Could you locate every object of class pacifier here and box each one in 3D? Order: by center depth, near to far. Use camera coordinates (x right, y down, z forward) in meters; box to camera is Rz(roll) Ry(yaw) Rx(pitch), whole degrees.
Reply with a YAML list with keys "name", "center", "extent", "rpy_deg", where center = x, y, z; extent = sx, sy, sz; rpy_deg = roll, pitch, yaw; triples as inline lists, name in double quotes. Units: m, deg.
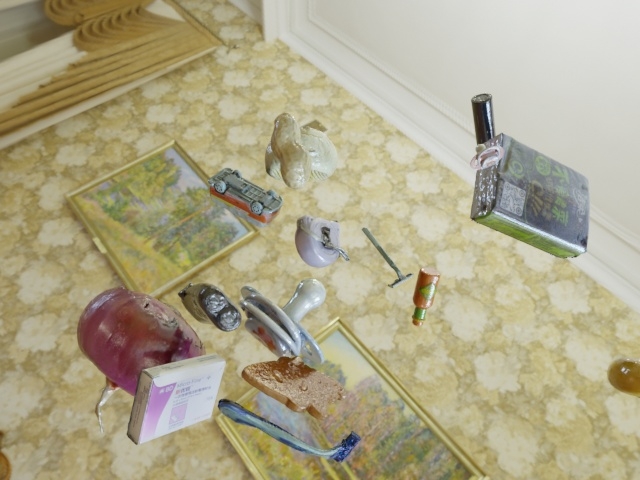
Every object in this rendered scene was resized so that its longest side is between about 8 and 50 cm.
- name: "pacifier"
  center: [-0.076, 0.187, 1.222]
  extent: [0.299, 0.233, 0.244]
  rpy_deg: [33, -30, 23]
- name: "pacifier"
  center: [0.465, -0.247, 1.290]
  extent: [0.081, 0.099, 0.078]
  rpy_deg: [65, 7, -52]

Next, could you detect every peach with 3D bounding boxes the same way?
- name: "peach"
  center: [0.861, 0.375, 1.213]
  extent: [0.179, 0.103, 0.179]
  rpy_deg: [25, -4, 2]

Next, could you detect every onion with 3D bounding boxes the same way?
- name: "onion"
  center: [-0.507, 0.295, 1.247]
  extent: [0.358, 0.345, 0.358]
  rpy_deg: [24, -48, 29]

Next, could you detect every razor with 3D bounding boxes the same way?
- name: "razor"
  center: [-0.072, 0.416, 0.982]
  extent: [0.324, 0.056, 0.093]
  rpy_deg: [25, -64, -13]
- name: "razor"
  center: [0.193, 0.042, 1.398]
  extent: [0.211, 0.084, 0.036]
  rpy_deg: [56, -22, 17]
- name: "razor"
  center: [-0.433, 0.255, 1.781]
  extent: [0.204, 0.113, 0.349]
  rpy_deg: [54, -26, -17]

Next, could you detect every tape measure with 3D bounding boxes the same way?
- name: "tape measure"
  center: [0.002, 0.004, 1.569]
  extent: [0.105, 0.196, 0.179]
  rpy_deg: [-19, -106, 36]

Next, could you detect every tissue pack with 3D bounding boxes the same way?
- name: "tissue pack"
  center: [0.686, -0.137, 1.469]
  extent: [0.394, 0.288, 0.124]
  rpy_deg: [19, -18, -18]

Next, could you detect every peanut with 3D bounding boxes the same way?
- name: "peanut"
  center: [-0.070, -0.210, 1.065]
  extent: [0.082, 0.082, 0.187]
  rpy_deg: [127, -53, -66]

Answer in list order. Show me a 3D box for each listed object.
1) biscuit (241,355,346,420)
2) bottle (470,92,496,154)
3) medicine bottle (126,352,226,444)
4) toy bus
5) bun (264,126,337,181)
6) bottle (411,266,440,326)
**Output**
- name: "biscuit"
  center: [-0.058, 0.338, 1.061]
  extent: [0.043, 0.280, 0.183]
  rpy_deg: [-63, -149, 18]
- name: "bottle"
  center: [0.600, -0.410, 1.654]
  extent: [0.072, 0.082, 0.244]
  rpy_deg: [-93, 165, -50]
- name: "medicine bottle"
  center: [-0.323, 0.349, 1.033]
  extent: [0.052, 0.201, 0.171]
  rpy_deg: [26, -76, 35]
- name: "toy bus"
  center: [-0.261, -0.144, 1.597]
  extent: [0.265, 0.121, 0.120]
  rpy_deg: [29, -47, 12]
- name: "bun"
  center: [-0.069, -0.266, 1.389]
  extent: [0.244, 0.243, 0.153]
  rpy_deg: [164, -75, -66]
- name: "bottle"
  center: [0.322, 0.179, 1.418]
  extent: [0.069, 0.069, 0.187]
  rpy_deg: [29, -62, 46]
